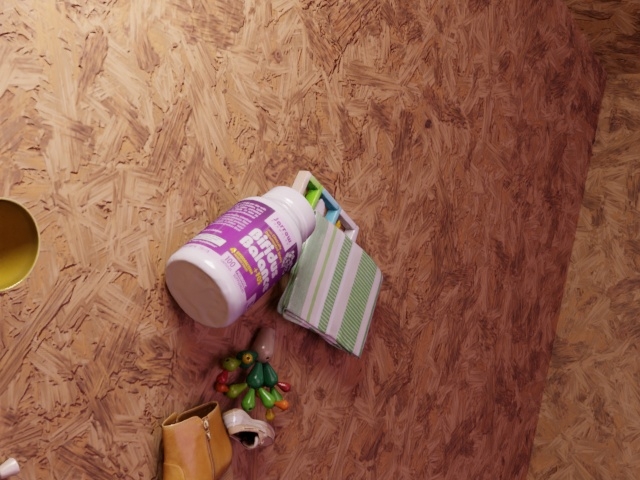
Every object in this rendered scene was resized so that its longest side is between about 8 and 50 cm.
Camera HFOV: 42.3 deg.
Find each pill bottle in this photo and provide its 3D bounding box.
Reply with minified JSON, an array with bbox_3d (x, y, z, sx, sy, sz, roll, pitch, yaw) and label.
[{"bbox_3d":[-0.141,0.020,1.593,0.301,0.169,0.169,-44,128,-41],"label":"pill bottle"}]

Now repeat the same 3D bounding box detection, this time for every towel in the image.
[{"bbox_3d":[0.033,0.111,1.901,0.325,0.038,0.247,38,64,-47],"label":"towel"}]

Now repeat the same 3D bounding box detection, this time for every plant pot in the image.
[{"bbox_3d":[-0.487,0.003,1.187,0.134,0.095,0.134,-9,102,-52],"label":"plant pot"}]

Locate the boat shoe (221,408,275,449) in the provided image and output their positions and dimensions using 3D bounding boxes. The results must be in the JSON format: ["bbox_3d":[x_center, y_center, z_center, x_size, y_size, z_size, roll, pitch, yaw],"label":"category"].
[{"bbox_3d":[-0.147,0.403,1.710,0.170,0.063,0.059,43,25,-48],"label":"boat shoe"}]

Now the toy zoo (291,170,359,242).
[{"bbox_3d":[0.000,0.000,1.893,0.293,0.030,0.192,47,59,-46],"label":"toy zoo"}]

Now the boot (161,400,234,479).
[{"bbox_3d":[-0.274,0.444,1.548,0.295,0.104,0.211,-33,115,-52],"label":"boot"}]

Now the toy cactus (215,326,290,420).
[{"bbox_3d":[-0.126,0.266,1.719,0.219,0.112,0.180,38,55,-39],"label":"toy cactus"}]

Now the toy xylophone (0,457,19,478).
[{"bbox_3d":[-0.506,0.483,1.243,0.323,0.081,0.236,-33,120,-47],"label":"toy xylophone"}]
